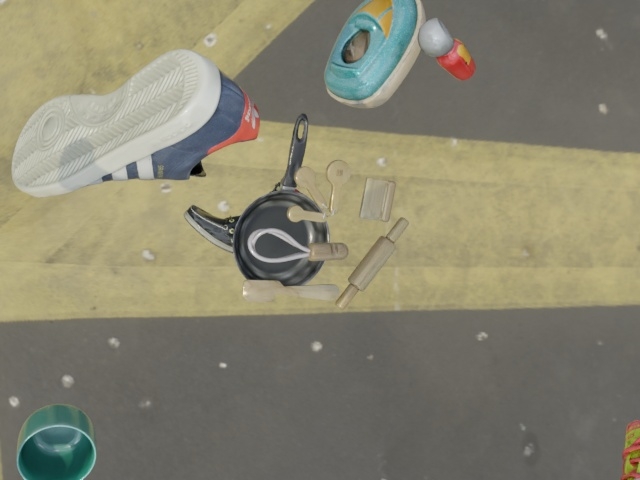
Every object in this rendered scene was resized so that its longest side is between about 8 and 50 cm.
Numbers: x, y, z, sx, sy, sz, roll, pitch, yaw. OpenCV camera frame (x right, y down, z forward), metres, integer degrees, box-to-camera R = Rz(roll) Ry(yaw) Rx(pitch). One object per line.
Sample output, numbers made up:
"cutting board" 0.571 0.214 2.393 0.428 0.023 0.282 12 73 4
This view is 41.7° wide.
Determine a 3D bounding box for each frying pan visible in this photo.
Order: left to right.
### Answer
"frying pan" -0.090 -0.060 1.591 0.197 0.053 0.326 -17 105 -20

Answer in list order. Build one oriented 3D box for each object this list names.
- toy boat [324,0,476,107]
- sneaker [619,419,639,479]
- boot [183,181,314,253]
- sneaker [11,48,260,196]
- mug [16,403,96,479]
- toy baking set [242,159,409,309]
"toy boat" 0.145 -0.378 1.607 0.148 0.318 0.268 31 82 -46
"sneaker" 0.269 0.195 0.677 0.208 0.081 0.094 -20 56 -32
"boot" -0.139 -0.056 1.712 0.236 0.085 0.179 31 103 -16
"sneaker" -0.226 -0.115 1.025 0.148 0.350 0.131 23 63 -52
"mug" -0.466 0.356 1.452 0.157 0.097 0.129 -31 116 -3
"toy baking set" 0.006 0.003 1.194 0.196 0.030 0.256 34 88 -22
